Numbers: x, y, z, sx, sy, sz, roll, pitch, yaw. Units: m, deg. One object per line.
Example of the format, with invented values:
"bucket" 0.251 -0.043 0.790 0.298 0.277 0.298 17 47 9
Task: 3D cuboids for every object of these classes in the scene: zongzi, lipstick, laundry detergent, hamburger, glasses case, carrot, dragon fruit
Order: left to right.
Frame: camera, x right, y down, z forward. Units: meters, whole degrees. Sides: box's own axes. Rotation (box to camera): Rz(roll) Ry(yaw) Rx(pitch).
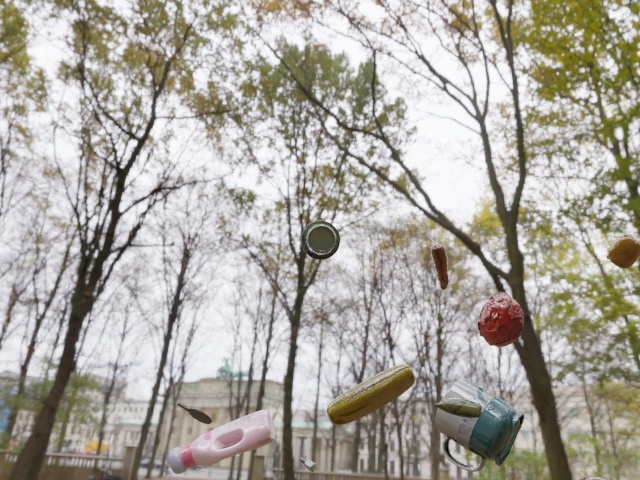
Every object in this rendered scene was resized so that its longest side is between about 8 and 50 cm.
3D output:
"laundry detergent" -0.312 0.646 1.651 0.335 0.088 0.159 -21 10 -3
"lipstick" -0.051 0.830 1.934 0.025 0.025 0.107 -25 11 -28
"glasses case" 0.124 0.376 1.267 0.234 0.064 0.079 -27 -45 -6
"carrot" 0.476 0.112 2.042 0.059 0.059 0.248 -4 -50 19
"zongzi" 0.404 0.489 1.515 0.104 0.052 0.113 -1 -13 43
"dragon fruit" 0.839 0.365 2.394 0.189 0.262 0.163 8 -6 33
"hamburger" 0.789 0.030 1.349 0.076 0.083 0.044 29 9 11

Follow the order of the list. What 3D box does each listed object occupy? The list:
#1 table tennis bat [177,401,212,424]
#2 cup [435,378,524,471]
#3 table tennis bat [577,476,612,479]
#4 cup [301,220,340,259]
"table tennis bat" -0.513 0.704 2.118 0.158 0.014 0.095 31 -41 -1
"cup" 0.550 0.673 1.856 0.257 0.290 0.219 25 0 38
"table tennis bat" 0.802 0.719 1.367 0.038 0.200 0.310 -22 -5 -40
"cup" 0.000 0.000 1.533 0.120 0.120 0.141 4 1 1
